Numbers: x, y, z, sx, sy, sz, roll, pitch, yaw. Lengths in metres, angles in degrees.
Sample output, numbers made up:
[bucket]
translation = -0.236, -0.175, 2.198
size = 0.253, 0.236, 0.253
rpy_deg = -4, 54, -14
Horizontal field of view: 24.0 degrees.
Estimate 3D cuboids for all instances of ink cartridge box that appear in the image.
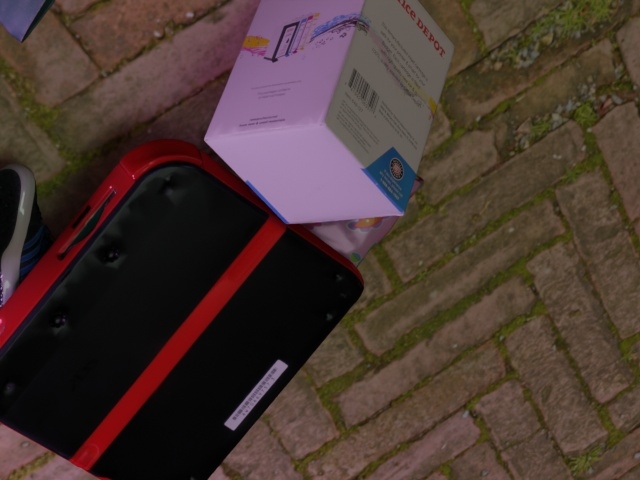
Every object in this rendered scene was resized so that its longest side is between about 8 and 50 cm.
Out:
[ink cartridge box]
translation = 0.015, -0.164, 1.664
size = 0.171, 0.168, 0.233
rpy_deg = 46, 52, -40

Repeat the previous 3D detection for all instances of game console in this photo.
[game console]
translation = -0.180, 0.105, 1.737
size = 0.342, 0.060, 0.386
rpy_deg = 36, 97, -33

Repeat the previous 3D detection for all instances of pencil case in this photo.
[pencil case]
translation = 0.000, 0.000, 1.849
size = 0.124, 0.124, 0.284
rpy_deg = 31, 100, -38

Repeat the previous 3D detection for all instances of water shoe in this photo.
[water shoe]
translation = -0.335, -0.002, 1.694
size = 0.080, 0.073, 0.203
rpy_deg = -16, 132, -43

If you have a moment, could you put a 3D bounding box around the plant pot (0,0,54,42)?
[plant pot]
translation = -0.279, -0.360, 1.401
size = 0.196, 0.293, 0.293
rpy_deg = 34, 98, -12
